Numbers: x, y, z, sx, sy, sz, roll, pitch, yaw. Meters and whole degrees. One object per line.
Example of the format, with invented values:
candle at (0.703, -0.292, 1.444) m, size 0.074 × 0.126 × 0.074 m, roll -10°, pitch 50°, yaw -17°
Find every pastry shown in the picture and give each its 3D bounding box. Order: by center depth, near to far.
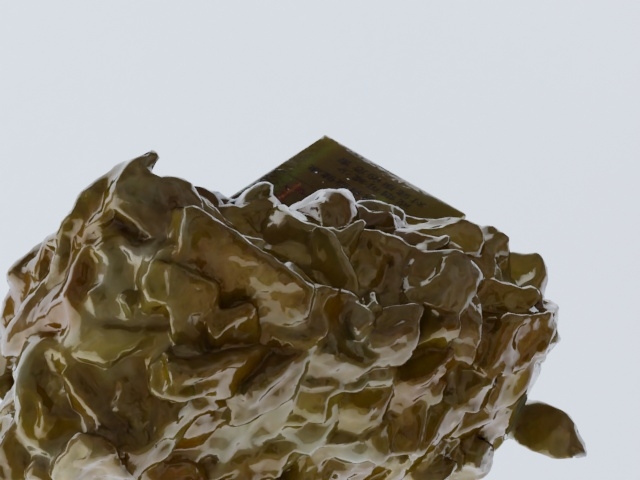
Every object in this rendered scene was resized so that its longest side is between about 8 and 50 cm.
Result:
pastry at (-0.008, 0.052, 0.738) m, size 0.250 × 0.154 × 0.102 m, roll 12°, pitch -156°, yaw -44°

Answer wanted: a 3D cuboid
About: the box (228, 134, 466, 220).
box at (0.000, 0.000, 0.897) m, size 0.089 × 0.022 × 0.156 m, roll 28°, pitch -150°, yaw 14°
